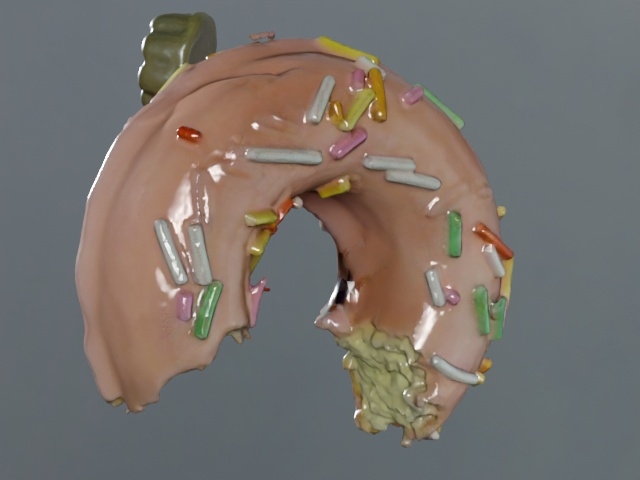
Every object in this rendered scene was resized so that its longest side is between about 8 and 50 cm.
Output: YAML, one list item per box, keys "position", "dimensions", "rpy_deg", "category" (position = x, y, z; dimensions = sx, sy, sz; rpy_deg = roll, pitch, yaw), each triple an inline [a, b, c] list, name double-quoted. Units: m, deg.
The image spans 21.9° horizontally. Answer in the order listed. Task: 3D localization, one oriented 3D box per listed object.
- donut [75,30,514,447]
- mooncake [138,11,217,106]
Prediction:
- position: [0.000, 0.000, 0.813]
  dimensions: [0.085, 0.232, 0.199]
  rpy_deg: [13, 94, 59]
  category: "donut"
- position: [-0.081, -0.240, 0.889]
  dimensions: [0.150, 0.057, 0.347]
  rpy_deg: [84, -178, -63]
  category: "mooncake"
